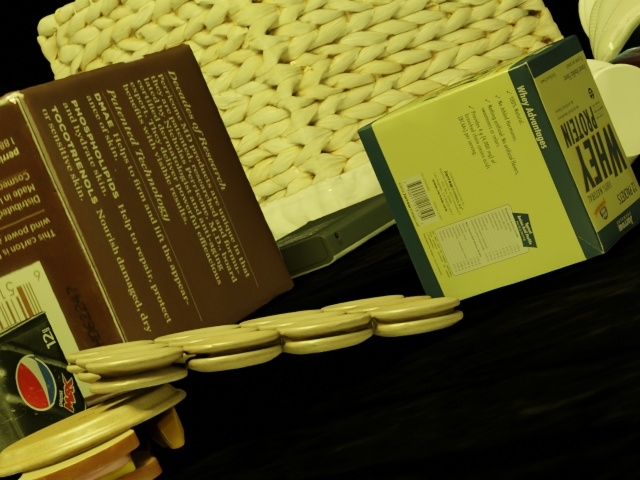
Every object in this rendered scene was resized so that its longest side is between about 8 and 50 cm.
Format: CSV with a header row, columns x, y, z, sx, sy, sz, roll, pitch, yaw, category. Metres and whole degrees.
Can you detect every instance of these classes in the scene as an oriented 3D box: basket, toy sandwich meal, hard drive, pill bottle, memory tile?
x,y,z,sx,sy,sz,roll,pitch,yaw,category
-0.011,-0.153,1.527,0.331,0.266,0.328,-25,3,-37,basket
-0.083,0.079,0.653,0.085,0.029,0.085,-22,1,1,toy sandwich meal
0.000,0.000,1.189,0.094,0.022,0.135,-21,5,32,hard drive
0.135,-0.062,0.936,0.065,0.065,0.116,-25,5,-20,pill bottle
-0.024,0.040,0.693,0.148,0.012,0.113,-9,1,-15,memory tile

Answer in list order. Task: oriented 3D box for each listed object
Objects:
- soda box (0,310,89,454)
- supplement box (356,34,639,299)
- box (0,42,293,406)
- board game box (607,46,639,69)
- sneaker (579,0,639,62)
x,y,z,sx,sy,sz,roll,pitch,yaw,category
-0.202,0.093,0.894,0.169,0.060,0.053,-22,3,34,soda box
0.076,-0.028,0.719,0.083,0.083,0.056,-20,7,33,supplement box
-0.152,0.003,1.008,0.168,0.167,0.203,-22,5,26,box
0.217,-0.086,0.966,0.133,0.033,0.168,-7,-4,-9,board game box
0.302,-0.156,1.158,0.262,0.099,0.121,-17,30,19,sneaker
